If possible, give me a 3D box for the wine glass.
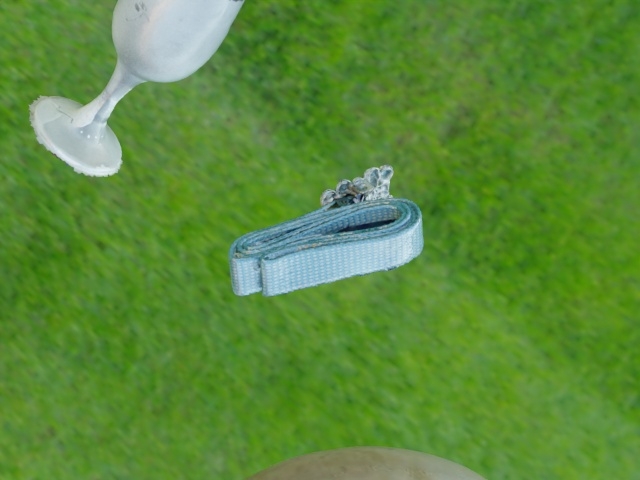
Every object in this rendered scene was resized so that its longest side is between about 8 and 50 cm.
[{"bbox_3d":[-0.222,-0.225,2.174,0.143,0.143,0.321,17,129,-43],"label":"wine glass"}]

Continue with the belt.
[{"bbox_3d":[-0.001,-0.004,1.564,0.179,0.100,0.065,-14,128,-15],"label":"belt"}]

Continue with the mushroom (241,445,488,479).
[{"bbox_3d":[0.013,0.220,0.977,0.243,0.243,0.244,-19,125,-30],"label":"mushroom"}]
